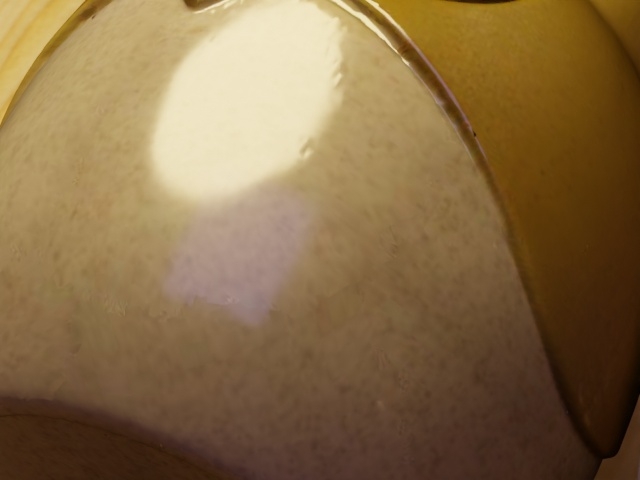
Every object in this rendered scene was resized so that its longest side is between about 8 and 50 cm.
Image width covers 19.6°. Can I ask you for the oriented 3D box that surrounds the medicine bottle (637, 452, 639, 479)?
[{"bbox_3d":[0.360,0.122,1.015,0.325,0.256,0.256,15,61,26],"label":"medicine bottle"}]

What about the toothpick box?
[{"bbox_3d":[0.000,0.000,1.094,0.409,0.409,0.425,14,57,22],"label":"toothpick box"}]
